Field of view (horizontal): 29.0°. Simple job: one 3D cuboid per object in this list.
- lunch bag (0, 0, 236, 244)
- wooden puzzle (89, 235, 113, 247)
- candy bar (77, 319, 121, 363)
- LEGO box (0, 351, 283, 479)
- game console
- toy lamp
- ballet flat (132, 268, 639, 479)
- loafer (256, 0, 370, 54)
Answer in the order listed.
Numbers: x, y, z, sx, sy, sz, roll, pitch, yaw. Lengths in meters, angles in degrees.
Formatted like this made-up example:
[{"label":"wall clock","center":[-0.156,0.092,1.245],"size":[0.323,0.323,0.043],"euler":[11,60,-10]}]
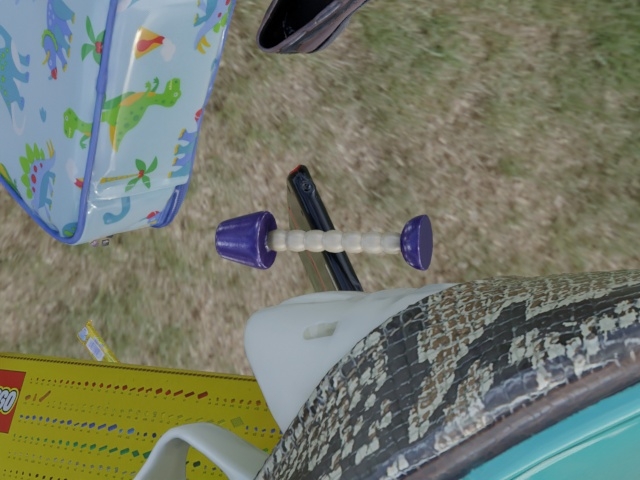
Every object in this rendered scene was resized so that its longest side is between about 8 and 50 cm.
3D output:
[{"label":"lunch bag","center":[-0.133,-0.125,0.693],"size":[0.090,0.176,0.219],"euler":[-15,133,-39]},{"label":"wooden puzzle","center":[-0.288,-0.023,1.626],"size":[0.049,0.006,0.083],"euler":[2,130,-40]},{"label":"candy bar","center":[-0.298,0.181,1.778],"size":[0.161,0.018,0.040],"euler":[48,124,18]},{"label":"LEGO box","center":[-0.046,0.240,1.043],"size":[0.372,0.500,0.193],"euler":[28,69,-45]},{"label":"game console","center":[0.049,0.101,1.788],"size":[0.060,0.342,0.386],"euler":[-24,77,-7]},{"label":"toy lamp","center":[0.000,0.000,1.568],"size":[0.275,0.080,0.080],"euler":[-1,103,19]},{"label":"ballet flat","center":[-0.013,0.139,0.564],"size":[0.164,0.182,0.482],"euler":[12,125,-47]},{"label":"loafer","center":[0.014,-0.332,1.545],"size":[0.095,0.302,0.109],"euler":[-25,73,-39]}]
